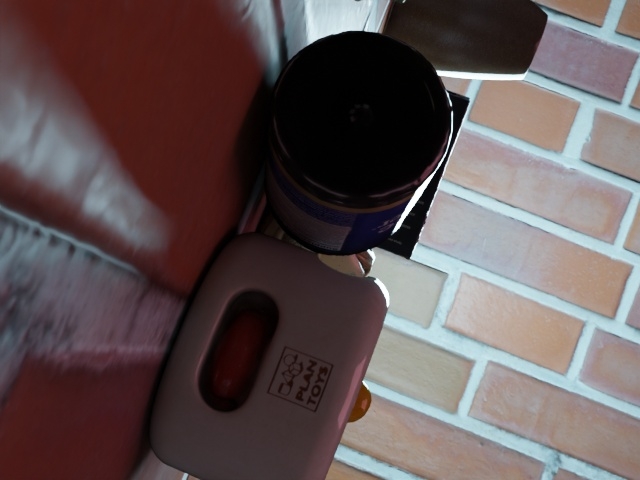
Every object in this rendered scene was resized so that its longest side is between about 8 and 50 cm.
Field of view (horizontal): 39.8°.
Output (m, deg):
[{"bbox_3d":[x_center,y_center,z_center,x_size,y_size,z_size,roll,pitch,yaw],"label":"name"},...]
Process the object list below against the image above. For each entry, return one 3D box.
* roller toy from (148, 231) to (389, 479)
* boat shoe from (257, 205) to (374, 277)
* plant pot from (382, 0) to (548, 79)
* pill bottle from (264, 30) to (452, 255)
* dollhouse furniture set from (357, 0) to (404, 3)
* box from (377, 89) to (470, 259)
[{"bbox_3d":[-0.031,0.103,0.680,0.209,0.146,0.191,-63,173,-55],"label":"roller toy"},{"bbox_3d":[-0.004,0.011,0.847,0.121,0.110,0.341,-51,162,-79],"label":"boat shoe"},{"bbox_3d":[0.234,-0.347,1.409,0.215,0.230,0.215,21,90,-87],"label":"plant pot"},{"bbox_3d":[0.018,-0.057,0.671,0.219,0.122,0.123,107,4,-76],"label":"pill bottle"},{"bbox_3d":[0.058,-0.272,0.545,0.197,0.151,0.301,-49,-164,5],"label":"dollhouse furniture set"},{"bbox_3d":[0.077,-0.101,1.088,0.108,0.153,0.207,-41,152,-83],"label":"box"}]
